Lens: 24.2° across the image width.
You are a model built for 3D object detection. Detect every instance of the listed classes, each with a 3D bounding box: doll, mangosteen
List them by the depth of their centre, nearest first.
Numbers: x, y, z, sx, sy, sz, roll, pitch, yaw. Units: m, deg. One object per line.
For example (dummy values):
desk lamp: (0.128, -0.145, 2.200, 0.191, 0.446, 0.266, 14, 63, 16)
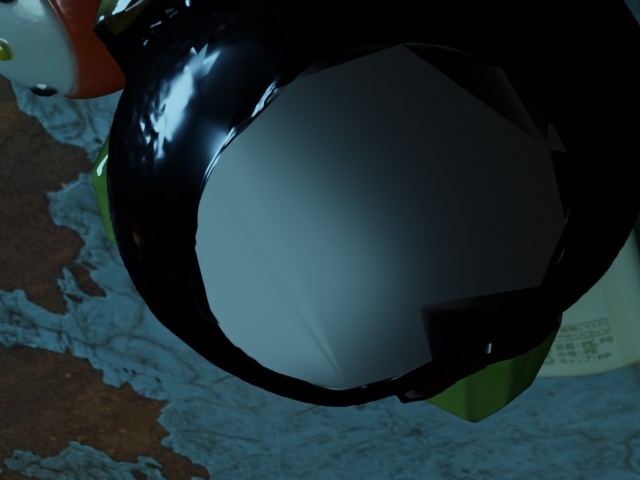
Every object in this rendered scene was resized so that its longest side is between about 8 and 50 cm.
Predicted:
mangosteen: (0.019, -0.064, 0.711, 0.287, 0.233, 0.288, 3, 114, 6)
doll: (-0.152, -0.160, 0.914, 0.290, 0.130, 0.161, -2, 136, 10)

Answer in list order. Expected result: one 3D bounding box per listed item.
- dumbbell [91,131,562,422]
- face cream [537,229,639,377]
dumbbell: (0.000, 0.000, 0.914, 0.302, 0.121, 0.108, 26, 176, 24)
face cream: (0.095, -0.056, 0.929, 0.173, 0.081, 0.348, 2, 134, 31)
